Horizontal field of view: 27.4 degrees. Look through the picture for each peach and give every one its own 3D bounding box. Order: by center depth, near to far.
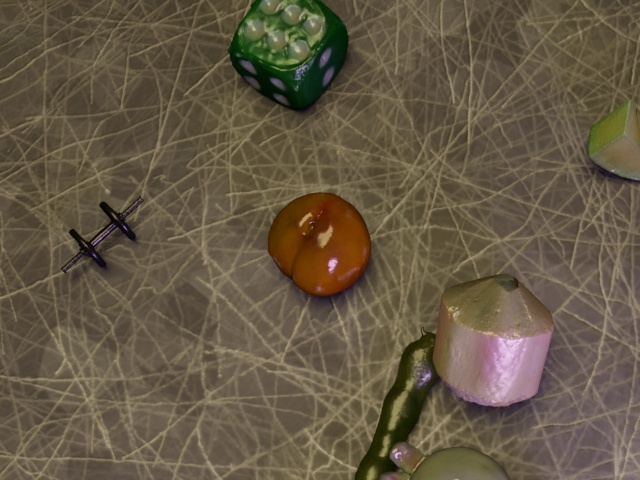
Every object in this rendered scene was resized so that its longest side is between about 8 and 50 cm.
[{"bbox_3d":[0.000,0.000,1.728,0.138,0.138,0.138,-2,70,7],"label":"peach"}]

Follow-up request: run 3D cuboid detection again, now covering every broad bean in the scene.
[{"bbox_3d":[0.097,0.233,1.674,0.052,0.053,0.256,29,74,-23],"label":"broad bean"}]

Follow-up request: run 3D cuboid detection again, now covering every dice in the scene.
[{"bbox_3d":[-0.044,-0.270,1.834,0.128,0.120,0.131,32,79,16],"label":"dice"}]

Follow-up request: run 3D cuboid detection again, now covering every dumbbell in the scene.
[{"bbox_3d":[-0.299,-0.008,1.801,0.147,0.069,0.069,-43,71,-9],"label":"dumbbell"}]

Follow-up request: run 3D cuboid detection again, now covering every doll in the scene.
[{"bbox_3d":[0.199,0.343,1.596,0.275,0.113,0.154,26,78,23],"label":"doll"}]

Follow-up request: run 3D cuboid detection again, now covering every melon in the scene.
[{"bbox_3d":[0.458,-0.133,1.724,0.210,0.118,0.064,4,57,-3],"label":"melon"}]

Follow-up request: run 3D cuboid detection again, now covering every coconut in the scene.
[{"bbox_3d":[0.216,0.116,1.632,0.147,0.147,0.152,10,113,11],"label":"coconut"}]
